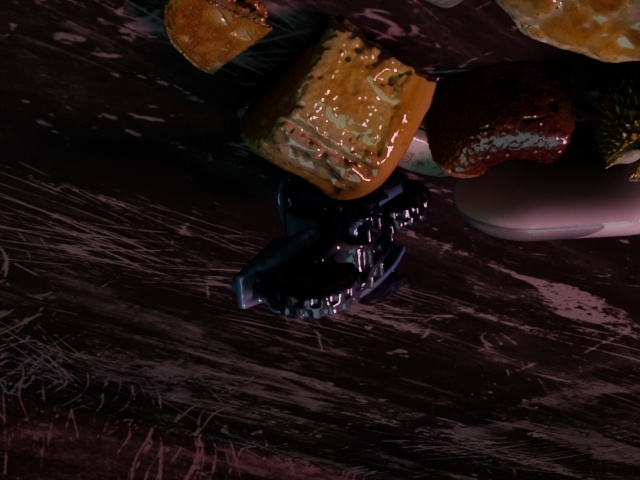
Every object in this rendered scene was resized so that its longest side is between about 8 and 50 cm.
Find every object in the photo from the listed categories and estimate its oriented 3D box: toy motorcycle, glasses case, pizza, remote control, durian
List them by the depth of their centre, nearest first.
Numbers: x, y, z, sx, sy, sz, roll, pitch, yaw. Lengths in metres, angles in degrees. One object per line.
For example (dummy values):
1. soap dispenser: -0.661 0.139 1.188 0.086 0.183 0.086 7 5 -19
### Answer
1. pizza: -0.125 -0.267 1.543 0.134 0.046 0.175 2 153 -3
2. durian: 0.457 -0.167 1.667 0.193 0.138 0.237 -1 -165 11
3. remote control: 0.352 -0.070 1.776 0.332 0.221 0.104 -2 116 4
4. toy motorcycle: 0.000 0.000 1.786 0.232 0.416 0.172 7 118 22
5. glasses case: 0.125 -0.138 1.790 0.204 0.051 0.081 17 146 -30

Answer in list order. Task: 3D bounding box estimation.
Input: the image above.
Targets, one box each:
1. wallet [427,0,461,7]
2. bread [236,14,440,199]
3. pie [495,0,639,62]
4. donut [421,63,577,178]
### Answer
1. wallet: 0.039 -0.368 1.238 0.360 0.083 0.252 26 153 -13
2. bread: 0.022 -0.145 1.644 0.204 0.163 0.262 25 142 -20
3. pie: 0.341 -0.309 1.379 0.337 0.075 0.337 13 149 8
4. donut: 0.232 -0.159 1.686 0.186 0.126 0.144 4 145 -9
